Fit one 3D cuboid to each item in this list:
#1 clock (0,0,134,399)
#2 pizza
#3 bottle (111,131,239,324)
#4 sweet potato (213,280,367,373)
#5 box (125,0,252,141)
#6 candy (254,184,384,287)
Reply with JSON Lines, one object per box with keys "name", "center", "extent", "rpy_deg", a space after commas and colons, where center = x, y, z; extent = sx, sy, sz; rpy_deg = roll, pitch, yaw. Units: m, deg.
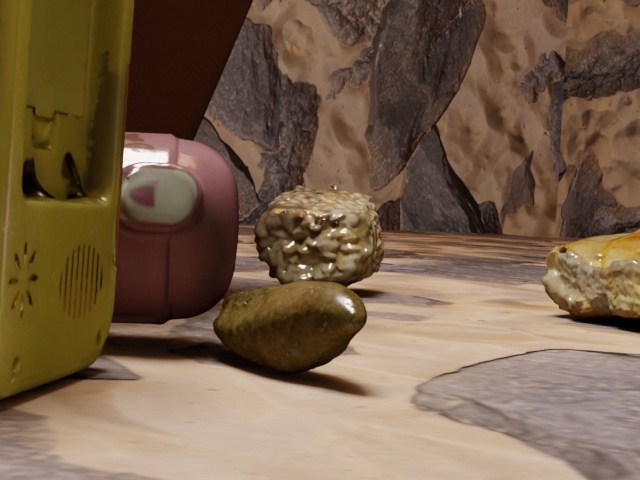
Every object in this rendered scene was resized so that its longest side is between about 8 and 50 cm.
{"name": "clock", "center": [-0.130, -0.050, 0.487], "extent": [0.096, 0.202, 0.143], "rpy_deg": [4, 1, 6]}
{"name": "pizza", "center": [0.276, 0.025, 0.850], "extent": [0.189, 0.071, 0.297], "rpy_deg": [3, 2, -28]}
{"name": "bottle", "center": [-0.154, -0.009, 0.616], "extent": [0.233, 0.110, 0.110], "rpy_deg": [3, 2, -6]}
{"name": "sweet potato", "center": [-0.019, 0.037, 0.573], "extent": [0.041, 0.038, 0.153], "rpy_deg": [27, -14, -16]}
{"name": "box", "center": [-0.192, -0.183, 0.813], "extent": [0.239, 0.229, 0.339], "rpy_deg": [24, -4, 16]}
{"name": "candy", "center": [0.000, 0.000, 1.042], "extent": [0.095, 0.085, 0.110], "rpy_deg": [-7, 5, 5]}
